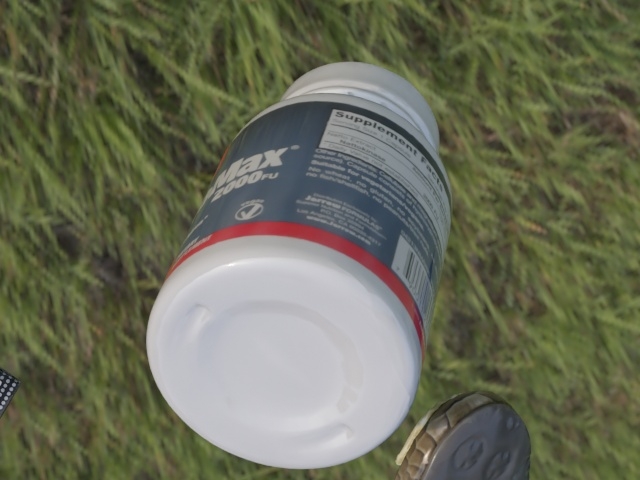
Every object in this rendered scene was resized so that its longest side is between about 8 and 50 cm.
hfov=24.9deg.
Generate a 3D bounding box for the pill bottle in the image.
[{"bbox_3d":[0.000,0.000,0.618,0.108,0.180,0.108,6,124,9],"label":"pill bottle"}]

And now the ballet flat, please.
[{"bbox_3d":[0.052,0.154,0.714,0.084,0.058,0.250,-25,141,-22],"label":"ballet flat"}]

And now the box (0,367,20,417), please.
[{"bbox_3d":[-0.289,0.180,0.817,0.060,0.270,0.216,35,161,-21],"label":"box"}]
